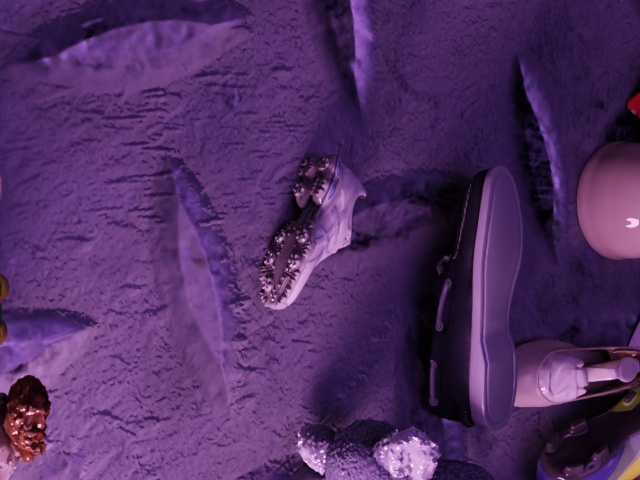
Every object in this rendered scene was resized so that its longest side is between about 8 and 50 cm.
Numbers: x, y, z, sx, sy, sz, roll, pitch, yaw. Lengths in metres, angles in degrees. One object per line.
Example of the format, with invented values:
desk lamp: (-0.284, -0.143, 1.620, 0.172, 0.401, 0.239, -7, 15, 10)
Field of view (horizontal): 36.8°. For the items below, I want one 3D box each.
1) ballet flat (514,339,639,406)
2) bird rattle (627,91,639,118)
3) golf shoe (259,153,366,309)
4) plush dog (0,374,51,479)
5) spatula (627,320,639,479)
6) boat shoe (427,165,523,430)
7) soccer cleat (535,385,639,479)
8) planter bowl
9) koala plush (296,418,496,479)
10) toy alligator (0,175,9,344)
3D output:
ballet flat: (0.328, 0.167, 1.223, 0.248, 0.086, 0.086, -2, 94, -33)
bird rattle: (0.549, -0.167, 1.353, 0.253, 0.143, 0.207, 42, 59, -14)
golf shoe: (0.000, 0.000, 1.015, 0.086, 0.069, 0.176, 32, 77, -36)
plush dog: (-0.344, 0.147, 0.754, 0.262, 0.211, 0.225, -34, 130, 9)
spatula: (0.471, 0.236, 1.359, 0.168, 0.019, 0.242, 27, 82, -32)
boat shoe: (0.171, 0.064, 1.111, 0.114, 0.091, 0.303, 9, 85, -52)
soccer cleat: (0.408, 0.260, 1.247, 0.289, 0.093, 0.121, -20, 135, -12)
planter bowl: (0.433, -0.051, 1.264, 0.162, 0.109, 0.162, -2, 95, -33)
koala plush: (0.080, 0.271, 1.018, 0.221, 0.196, 0.203, 52, 55, -23)
toy alligator: (-0.304, 0.035, 0.831, 0.051, 0.056, 0.190, 2, 92, 8)
